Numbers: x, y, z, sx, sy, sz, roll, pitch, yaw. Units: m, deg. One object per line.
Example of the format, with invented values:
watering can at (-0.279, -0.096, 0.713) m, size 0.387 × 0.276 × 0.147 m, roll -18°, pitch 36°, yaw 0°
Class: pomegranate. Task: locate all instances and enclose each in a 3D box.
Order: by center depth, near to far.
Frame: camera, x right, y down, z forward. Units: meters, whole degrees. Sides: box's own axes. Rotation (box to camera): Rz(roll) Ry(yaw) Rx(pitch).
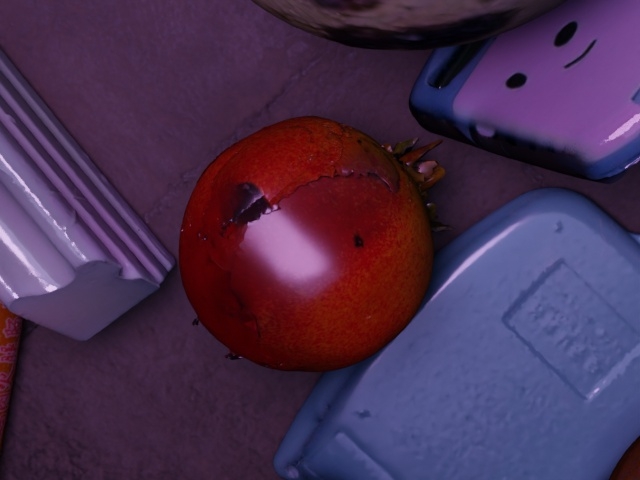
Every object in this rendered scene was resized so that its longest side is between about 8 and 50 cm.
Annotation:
pomegranate at (0.000, 0.000, 1.121) m, size 0.235 × 0.210 × 0.210 m, roll -27°, pitch 100°, yaw -20°

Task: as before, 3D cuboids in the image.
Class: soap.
soap at (-0.254, -0.049, 1.135) m, size 0.095 × 0.173 × 0.289 m, roll -37°, pitch 98°, yaw 10°

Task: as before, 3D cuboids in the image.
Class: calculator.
calculator at (0.181, -0.136, 1.058) m, size 0.051 × 0.293 × 0.173 m, roll 39°, pitch 82°, yaw -34°
calculator at (0.157, 0.133, 1.214) m, size 0.256 × 0.054 × 0.386 m, roll 44°, pitch 97°, yaw -6°

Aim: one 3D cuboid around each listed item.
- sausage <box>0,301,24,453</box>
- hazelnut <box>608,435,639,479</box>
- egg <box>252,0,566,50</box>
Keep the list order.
sausage at (-0.310, 0.180, 1.243) m, size 0.053 × 0.053 × 0.347 m, roll 13°, pitch 102°, yaw 0°
hazelnut at (0.338, 0.243, 1.158) m, size 0.212 × 0.181 × 0.181 m, roll 14°, pitch 128°, yaw -9°
egg at (0.088, -0.311, 0.960) m, size 0.428 × 0.345 × 0.345 m, roll -12°, pitch 102°, yaw 35°
